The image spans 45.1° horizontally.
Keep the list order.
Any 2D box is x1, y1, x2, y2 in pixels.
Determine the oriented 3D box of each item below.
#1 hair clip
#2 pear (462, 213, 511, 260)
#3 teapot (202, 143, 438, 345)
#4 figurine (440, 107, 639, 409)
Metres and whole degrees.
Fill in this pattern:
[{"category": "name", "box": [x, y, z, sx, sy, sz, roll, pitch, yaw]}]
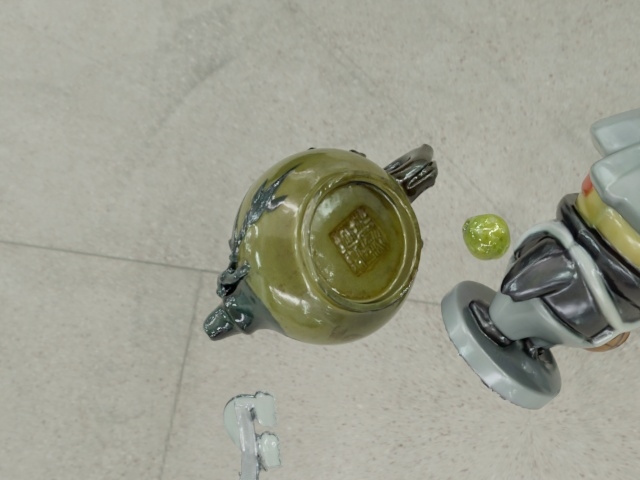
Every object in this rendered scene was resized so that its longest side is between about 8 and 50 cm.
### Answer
[{"category": "hair clip", "box": [-0.148, 0.408, 1.626, 0.140, 0.054, 0.220, 6, 110, 31]}, {"category": "pear", "box": [0.316, -0.007, 1.486, 0.097, 0.092, 0.092, 30, 86, 28]}, {"category": "teapot", "box": [0.000, 0.000, 0.711, 0.269, 0.182, 0.173, -44, 106, -28]}, {"category": "figurine", "box": [0.221, 0.015, 0.576, 0.236, 0.176, 0.133, -49, 50, 28]}]
